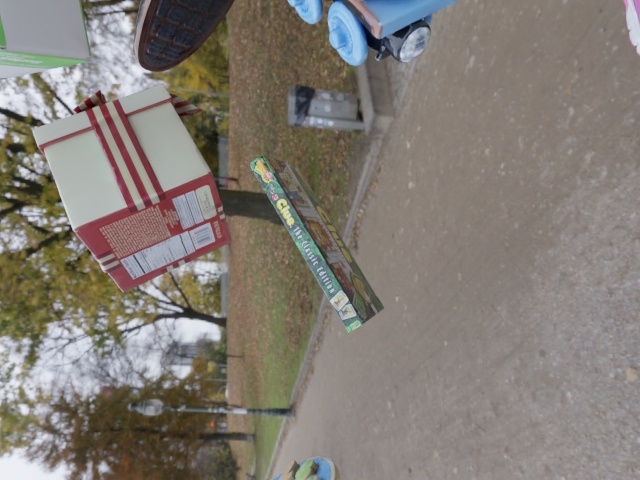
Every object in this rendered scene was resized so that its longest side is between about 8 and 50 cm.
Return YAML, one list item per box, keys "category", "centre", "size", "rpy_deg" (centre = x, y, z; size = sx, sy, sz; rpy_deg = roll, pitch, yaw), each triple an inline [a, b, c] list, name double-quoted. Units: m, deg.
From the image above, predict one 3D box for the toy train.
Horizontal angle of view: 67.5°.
- category: "toy train"
  centre: [0.012, -0.199, 0.311]
  size: [0.184, 0.080, 0.105]
  rpy_deg: [55, 166, 20]

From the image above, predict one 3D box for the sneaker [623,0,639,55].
- category: "sneaker"
  centre: [0.346, -0.265, 0.453]
  size: [0.111, 0.102, 0.252]
  rpy_deg: [65, -176, -67]

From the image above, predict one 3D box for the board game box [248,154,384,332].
- category: "board game box"
  centre: [0.000, 0.000, 0.679]
  size: [0.260, 0.030, 0.136]
  rpy_deg: [59, -166, 9]

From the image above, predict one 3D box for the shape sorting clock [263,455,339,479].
- category: "shape sorting clock"
  centre: [-0.067, 0.260, 0.404]
  size: [0.040, 0.206, 0.206]
  rpy_deg: [50, 171, -2]

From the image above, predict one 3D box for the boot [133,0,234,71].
- category: "boot"
  centre: [-0.121, -0.262, 0.409]
  size: [0.106, 0.082, 0.219]
  rpy_deg: [49, 119, 20]

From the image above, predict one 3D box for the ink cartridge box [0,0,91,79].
- category: "ink cartridge box"
  centre: [-0.408, -0.283, 0.524]
  size: [0.114, 0.272, 0.199]
  rpy_deg: [-31, -62, -62]

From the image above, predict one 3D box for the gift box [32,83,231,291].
- category: "gift box"
  centre: [-0.305, -0.103, 0.861]
  size: [0.258, 0.276, 0.255]
  rpy_deg: [55, 157, 25]
